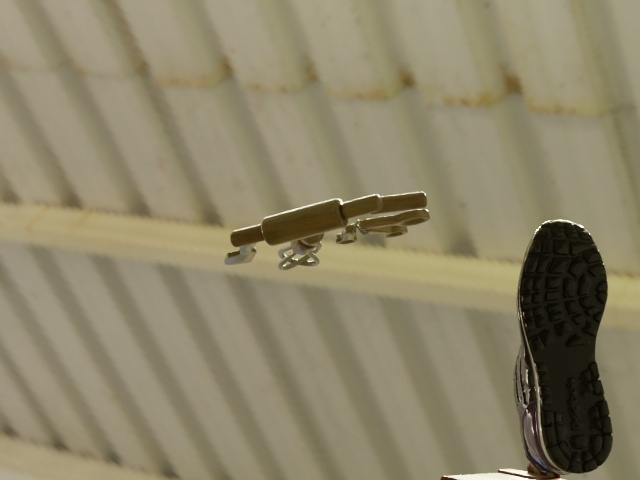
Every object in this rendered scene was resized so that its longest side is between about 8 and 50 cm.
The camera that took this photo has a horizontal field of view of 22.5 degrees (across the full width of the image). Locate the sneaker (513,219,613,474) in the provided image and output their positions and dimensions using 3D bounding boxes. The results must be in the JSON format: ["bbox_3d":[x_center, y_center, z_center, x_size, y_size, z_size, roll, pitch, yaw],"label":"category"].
[{"bbox_3d":[0.251,0.121,1.810,0.107,0.283,0.124,3,-9,-17],"label":"sneaker"}]

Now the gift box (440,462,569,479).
[{"bbox_3d":[0.330,0.450,2.364,0.255,0.276,0.258,13,1,36],"label":"gift box"}]

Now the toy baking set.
[{"bbox_3d":[-0.001,-0.001,1.655,0.256,0.030,0.197,-14,-14,17],"label":"toy baking set"}]
